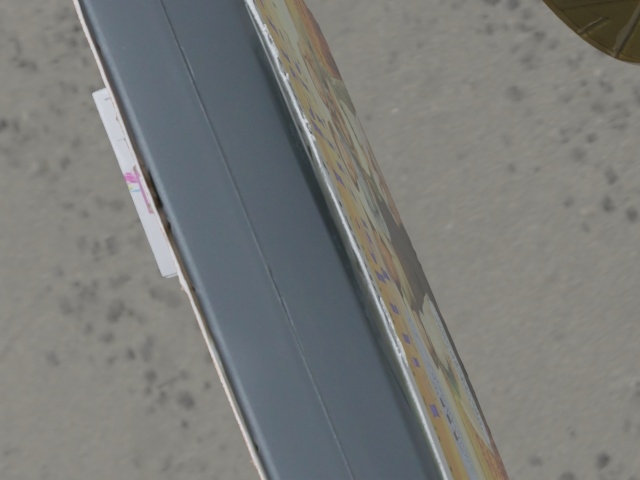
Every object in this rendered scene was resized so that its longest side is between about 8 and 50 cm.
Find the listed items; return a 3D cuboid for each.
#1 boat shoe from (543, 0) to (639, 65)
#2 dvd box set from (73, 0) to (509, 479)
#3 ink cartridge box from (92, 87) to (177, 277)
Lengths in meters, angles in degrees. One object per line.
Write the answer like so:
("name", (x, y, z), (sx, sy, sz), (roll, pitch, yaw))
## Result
("boat shoe", (0.063, -0.106, 0.467), (0.153, 0.048, 0.056), (38, 158, -33))
("dvd box set", (0.000, 0.000, 0.797), (0.062, 0.420, 0.307), (-23, 82, 5))
("ink cartridge box", (-0.077, -0.049, 1.083), (0.052, 0.088, 0.122), (-15, 99, 33))
